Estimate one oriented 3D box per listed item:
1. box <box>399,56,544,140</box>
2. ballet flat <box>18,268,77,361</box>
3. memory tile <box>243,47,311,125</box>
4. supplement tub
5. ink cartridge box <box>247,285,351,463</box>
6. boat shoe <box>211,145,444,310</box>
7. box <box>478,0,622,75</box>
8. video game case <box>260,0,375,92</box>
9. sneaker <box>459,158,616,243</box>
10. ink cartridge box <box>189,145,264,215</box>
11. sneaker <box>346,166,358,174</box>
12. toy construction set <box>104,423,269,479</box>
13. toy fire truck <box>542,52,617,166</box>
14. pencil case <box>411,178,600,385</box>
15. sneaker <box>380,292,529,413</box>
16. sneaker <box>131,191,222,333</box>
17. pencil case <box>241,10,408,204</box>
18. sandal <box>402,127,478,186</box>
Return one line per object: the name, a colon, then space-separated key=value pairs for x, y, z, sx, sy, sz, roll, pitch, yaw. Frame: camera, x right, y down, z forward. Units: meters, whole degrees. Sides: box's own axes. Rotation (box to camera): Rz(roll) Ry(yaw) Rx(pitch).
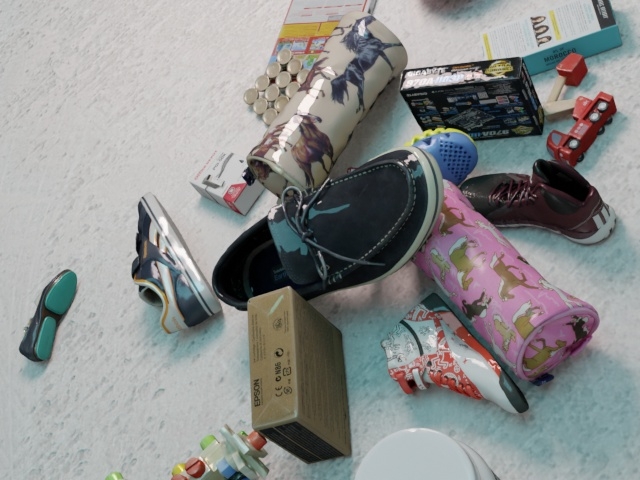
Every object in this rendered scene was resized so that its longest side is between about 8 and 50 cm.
box: x=0.272 y=-0.246 z=1.767 sx=0.220 sy=0.175 sz=0.051 roll=-3 pitch=61 yaw=26
ballet flat: x=-0.562 y=0.149 z=2.017 sx=0.074 sy=0.074 sz=0.203 roll=2 pitch=64 yaw=28
memory tile: x=-0.088 y=-0.321 z=2.074 sx=0.148 sy=0.012 sz=0.113 roll=-48 pitch=61 yaw=9
supplement tub: x=0.170 y=0.382 z=1.362 sx=0.191 sy=0.272 sz=0.191 roll=-13 pitch=56 yaw=20
ink cartridge box: x=-0.034 y=0.223 z=1.618 sx=0.088 sy=0.193 sz=0.234 roll=-18 pitch=53 yaw=19
boat shoe: x=0.000 y=0.000 z=1.642 sx=0.500 sy=0.156 sz=0.186 roll=-30 pitch=70 yaw=40
box: x=0.426 y=-0.376 z=1.843 sx=0.244 sy=0.060 sz=0.100 roll=-17 pitch=55 yaw=17
video game case: x=0.000 y=-0.440 z=2.125 sx=0.204 sy=0.025 sz=0.285 roll=4 pitch=62 yaw=29
sneaker: x=0.343 y=-0.092 z=1.641 sx=0.281 sy=0.162 sz=0.106 roll=13 pitch=67 yaw=32
ink cartridge box: x=-0.183 y=-0.122 z=1.999 sx=0.135 sy=0.056 sz=0.099 roll=24 pitch=75 yaw=36
sneaker: x=0.048 y=-0.094 z=1.871 sx=0.119 sy=0.042 sz=0.067 roll=-27 pitch=55 yaw=0
toy construction set: x=-0.217 y=0.392 z=1.590 sx=0.328 sy=0.215 sz=0.151 roll=-32 pitch=52 yaw=8
toy fire truck: x=0.444 y=-0.231 z=1.751 sx=0.135 sy=0.047 sz=0.192 roll=32 pitch=79 yaw=38
pencil case: x=0.263 y=0.053 z=1.588 sx=0.160 sy=0.167 sz=0.386 roll=-27 pitch=48 yaw=-17
sneaker: x=0.202 y=0.213 z=1.572 sx=0.145 sy=0.090 sz=0.270 roll=-40 pitch=47 yaw=1
sneaker: x=-0.312 y=0.041 z=1.918 sx=0.127 sy=0.126 sz=0.321 roll=-32 pitch=53 yaw=-2
pencil case: x=0.017 y=-0.251 z=1.902 sx=0.160 sy=0.183 sz=0.410 roll=32 pitch=71 yaw=1
sandal: x=0.139 y=-0.081 z=1.748 sx=0.317 sy=0.126 sz=0.138 roll=-32 pitch=24 yaw=16
